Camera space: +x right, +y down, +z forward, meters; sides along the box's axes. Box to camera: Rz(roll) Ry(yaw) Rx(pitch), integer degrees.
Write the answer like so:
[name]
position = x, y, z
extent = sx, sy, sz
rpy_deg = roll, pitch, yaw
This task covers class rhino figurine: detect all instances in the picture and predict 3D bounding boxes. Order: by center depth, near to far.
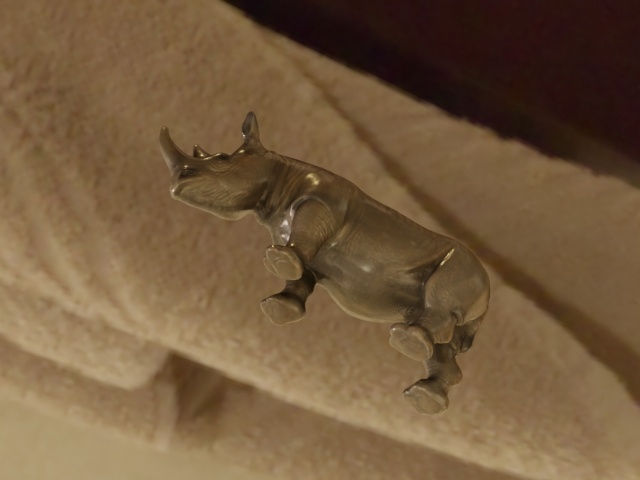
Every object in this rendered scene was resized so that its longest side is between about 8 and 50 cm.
[rhino figurine]
position = 0.000, 0.000, 0.993
extent = 0.106, 0.243, 0.073
rpy_deg = -54, -4, -43
